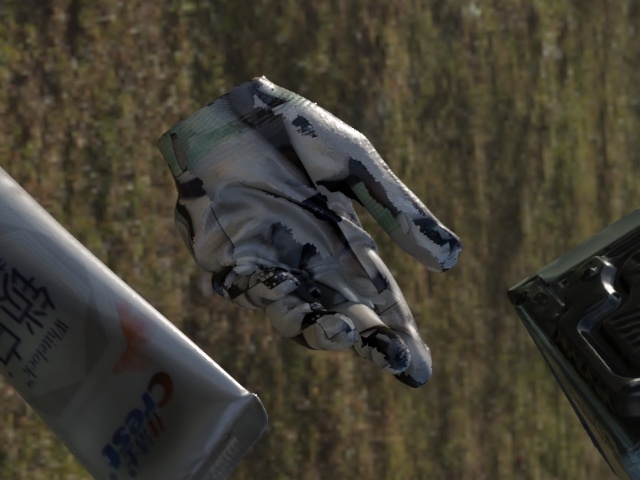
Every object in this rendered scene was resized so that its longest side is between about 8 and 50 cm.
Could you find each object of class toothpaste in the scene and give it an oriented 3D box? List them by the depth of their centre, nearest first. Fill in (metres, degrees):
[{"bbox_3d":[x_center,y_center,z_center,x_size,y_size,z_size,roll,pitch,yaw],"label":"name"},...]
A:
[{"bbox_3d":[-0.160,0.005,0.683,0.323,0.100,0.066,43,26,13],"label":"toothpaste"}]

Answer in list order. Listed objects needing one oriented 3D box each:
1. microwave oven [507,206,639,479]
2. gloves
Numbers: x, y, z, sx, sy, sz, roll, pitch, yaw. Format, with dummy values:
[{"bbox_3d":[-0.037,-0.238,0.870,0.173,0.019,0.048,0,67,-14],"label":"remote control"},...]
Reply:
[{"bbox_3d":[0.200,0.031,0.539,0.122,0.208,0.162,56,3,-22],"label":"microwave oven"},{"bbox_3d":[-0.005,0.004,0.880,0.127,0.111,0.212,-31,87,-32],"label":"gloves"}]
